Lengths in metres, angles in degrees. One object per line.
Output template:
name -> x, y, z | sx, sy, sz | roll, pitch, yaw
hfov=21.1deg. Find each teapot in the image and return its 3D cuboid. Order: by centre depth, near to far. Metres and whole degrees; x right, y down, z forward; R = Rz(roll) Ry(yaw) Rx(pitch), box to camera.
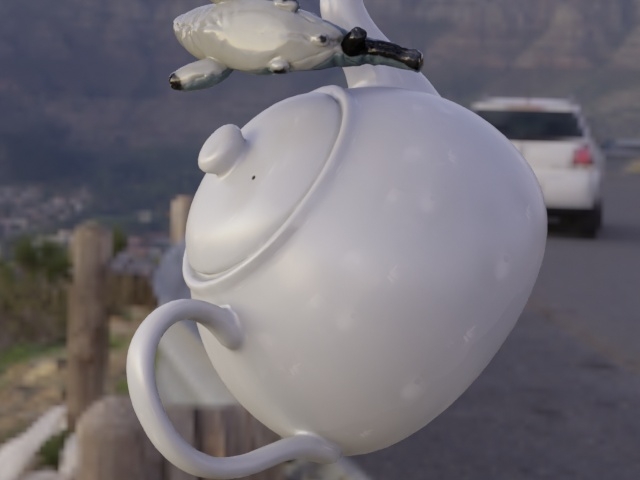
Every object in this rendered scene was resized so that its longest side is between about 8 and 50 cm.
teapot -> 0.000, 0.000, 1.064 | 0.187, 0.252, 0.256 | 37, 16, -23

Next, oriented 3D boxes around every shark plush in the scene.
shark plush -> -0.017, -0.126, 1.019 | 0.161, 0.073, 0.067 | -2, -1, 22
